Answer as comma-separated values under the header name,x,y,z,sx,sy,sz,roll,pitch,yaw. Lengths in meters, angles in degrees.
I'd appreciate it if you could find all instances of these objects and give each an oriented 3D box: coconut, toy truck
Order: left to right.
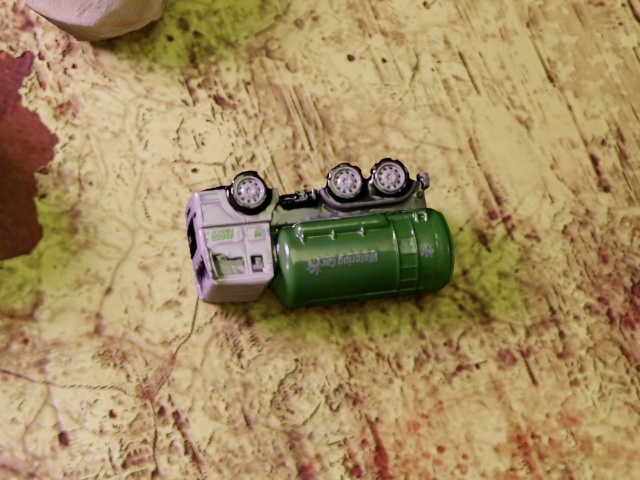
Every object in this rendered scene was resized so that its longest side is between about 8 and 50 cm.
name,x,y,z,sx,sy,sz,roll,pitch,yaw
coconut,-0.215,-0.271,1.816,0.161,0.162,0.161,7,36,-5
toy truck,0.000,0.000,1.739,0.243,0.101,0.125,-5,77,-11
